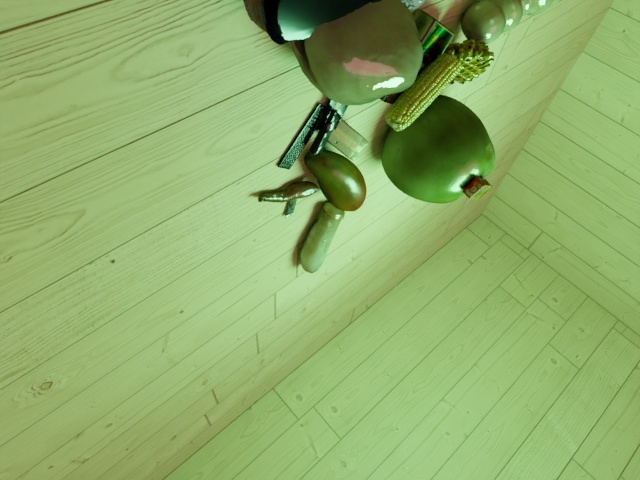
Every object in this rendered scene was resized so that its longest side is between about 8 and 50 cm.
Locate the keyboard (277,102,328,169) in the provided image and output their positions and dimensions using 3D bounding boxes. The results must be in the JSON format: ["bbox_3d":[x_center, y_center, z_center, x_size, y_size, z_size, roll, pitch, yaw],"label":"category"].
[{"bbox_3d":[-0.045,-0.270,1.180,0.198,0.010,0.064,-53,159,18],"label":"keyboard"}]

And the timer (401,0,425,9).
[{"bbox_3d":[0.204,-0.604,0.971,0.209,0.069,0.190,-23,151,-47],"label":"timer"}]

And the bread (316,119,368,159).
[{"bbox_3d":[0.061,-0.288,1.240,0.074,0.084,0.139,-50,157,12],"label":"bread"}]

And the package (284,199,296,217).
[{"bbox_3d":[-0.087,-0.114,1.368,0.037,0.015,0.110,-22,147,-35],"label":"package"}]

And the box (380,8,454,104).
[{"bbox_3d":[0.252,-0.494,1.242,0.159,0.071,0.240,-10,140,-52],"label":"box"}]

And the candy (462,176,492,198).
[{"bbox_3d":[0.501,-0.166,1.428,0.062,0.038,0.122,-47,160,26],"label":"candy"}]

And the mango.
[{"bbox_3d":[0.057,-0.180,1.335,0.129,0.146,0.289,-51,157,-1],"label":"mango"}]

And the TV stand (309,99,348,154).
[{"bbox_3d":[0.037,-0.335,1.150,0.036,0.042,0.249,-21,144,-60],"label":"TV stand"}]

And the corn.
[{"bbox_3d":[0.283,-0.412,1.243,0.248,0.081,0.081,-47,158,8],"label":"corn"}]

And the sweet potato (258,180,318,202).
[{"bbox_3d":[-0.097,-0.134,1.277,0.214,0.050,0.050,-19,146,-37],"label":"sweet potato"}]

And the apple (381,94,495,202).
[{"bbox_3d":[0.388,-0.296,1.500,0.357,0.357,0.357,-38,156,-20],"label":"apple"}]

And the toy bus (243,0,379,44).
[{"bbox_3d":[0.000,-0.454,0.759,0.303,0.147,0.127,-35,151,-19],"label":"toy bus"}]

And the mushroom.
[{"bbox_3d":[0.000,0.000,1.622,0.122,0.095,0.351,-49,168,-46],"label":"mushroom"}]

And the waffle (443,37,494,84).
[{"bbox_3d":[0.413,-0.537,1.351,0.198,0.069,0.193,-3,175,12],"label":"waffle"}]

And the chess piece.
[{"bbox_3d":[0.555,-0.694,1.328,0.300,0.167,0.167,-39,157,-5],"label":"chess piece"}]

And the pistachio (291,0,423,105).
[{"bbox_3d":[0.082,-0.397,0.937,0.332,0.207,0.225,-11,134,-35],"label":"pistachio"}]
